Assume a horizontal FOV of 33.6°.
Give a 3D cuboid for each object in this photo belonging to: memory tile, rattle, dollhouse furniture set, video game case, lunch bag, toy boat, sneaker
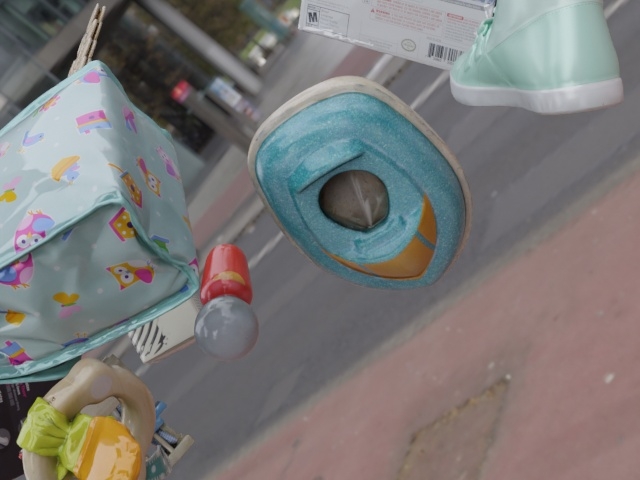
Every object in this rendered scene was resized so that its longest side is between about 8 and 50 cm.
[{"bbox_3d":[-0.267,-0.186,1.166,0.113,0.012,0.148,-56,22,36],"label":"memory tile"},{"bbox_3d":[-0.148,0.195,0.888,0.142,0.200,0.130,4,48,29],"label":"rattle"},{"bbox_3d":[-0.211,0.207,1.054,0.129,0.129,0.183,-48,5,-16],"label":"dollhouse furniture set"},{"bbox_3d":[0.094,-0.302,1.133,0.042,0.232,0.210,-32,-44,-54],"label":"video game case"},{"bbox_3d":[-0.258,0.000,0.973,0.262,0.160,0.223,-31,42,11],"label":"lunch bag"},{"bbox_3d":[0.000,0.000,1.076,0.318,0.267,0.148,-35,33,20],"label":"toy boat"},{"bbox_3d":[0.169,-0.186,0.865,0.094,0.151,0.256,-10,11,-11],"label":"sneaker"}]

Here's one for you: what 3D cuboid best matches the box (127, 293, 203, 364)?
[{"bbox_3d":[-0.241,0.017,1.357,0.094,0.275,0.113,-29,-6,-2],"label":"box"}]

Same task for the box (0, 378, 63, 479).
[{"bbox_3d":[-0.466,0.233,1.315,0.270,0.143,0.165,-22,20,-40],"label":"box"}]
